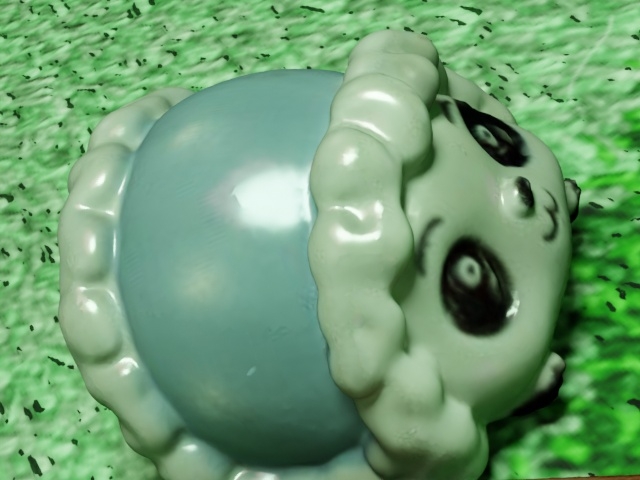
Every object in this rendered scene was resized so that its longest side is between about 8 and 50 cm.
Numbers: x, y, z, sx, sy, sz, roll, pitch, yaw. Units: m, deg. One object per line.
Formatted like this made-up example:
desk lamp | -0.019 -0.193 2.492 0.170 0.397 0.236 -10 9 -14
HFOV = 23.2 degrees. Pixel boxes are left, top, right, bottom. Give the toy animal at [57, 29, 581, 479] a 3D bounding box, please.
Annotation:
toy animal | 0.000 0.000 0.663 0.204 0.156 0.208 -12 45 30

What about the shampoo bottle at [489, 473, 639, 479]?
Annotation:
shampoo bottle | 0.063 0.134 0.531 0.314 0.076 0.118 -7 47 30
